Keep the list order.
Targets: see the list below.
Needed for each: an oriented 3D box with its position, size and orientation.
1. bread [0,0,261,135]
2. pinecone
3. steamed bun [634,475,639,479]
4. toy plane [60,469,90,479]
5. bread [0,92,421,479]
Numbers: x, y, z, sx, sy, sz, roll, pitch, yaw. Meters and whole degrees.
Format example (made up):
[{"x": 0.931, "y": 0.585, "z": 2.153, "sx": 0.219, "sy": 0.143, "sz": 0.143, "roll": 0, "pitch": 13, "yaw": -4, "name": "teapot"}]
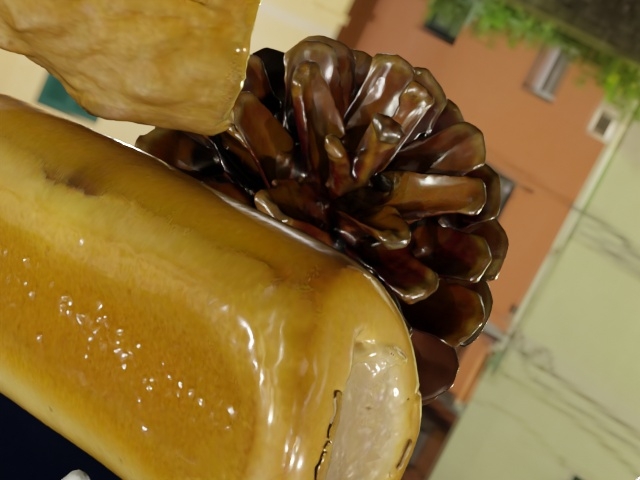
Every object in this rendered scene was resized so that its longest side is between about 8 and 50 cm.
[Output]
[{"x": -0.066, "y": -0.152, "z": 0.480, "sx": 0.139, "sy": 0.229, "sz": 0.143, "roll": 13, "pitch": -142, "yaw": -2, "name": "bread"}, {"x": -0.007, "y": -0.007, "z": 0.893, "sx": 0.264, "sy": 0.264, "sz": 0.264, "roll": 24, "pitch": -167, "yaw": -6, "name": "pinecone"}, {"x": 0.311, "y": 0.306, "z": 0.864, "sx": 0.248, "sy": 0.235, "sz": 0.379, "roll": -1, "pitch": 139, "yaw": 52, "name": "steamed bun"}, {"x": -0.095, "y": 0.223, "z": 0.607, "sx": 0.267, "sy": 0.267, "sz": 0.122, "roll": 31, "pitch": -174, "yaw": 23, "name": "toy plane"}, {"x": -0.058, "y": 0.019, "z": 0.451, "sx": 0.074, "sy": 0.093, "sz": 0.239, "roll": 6, "pitch": -168, "yaw": -40, "name": "bread"}]
